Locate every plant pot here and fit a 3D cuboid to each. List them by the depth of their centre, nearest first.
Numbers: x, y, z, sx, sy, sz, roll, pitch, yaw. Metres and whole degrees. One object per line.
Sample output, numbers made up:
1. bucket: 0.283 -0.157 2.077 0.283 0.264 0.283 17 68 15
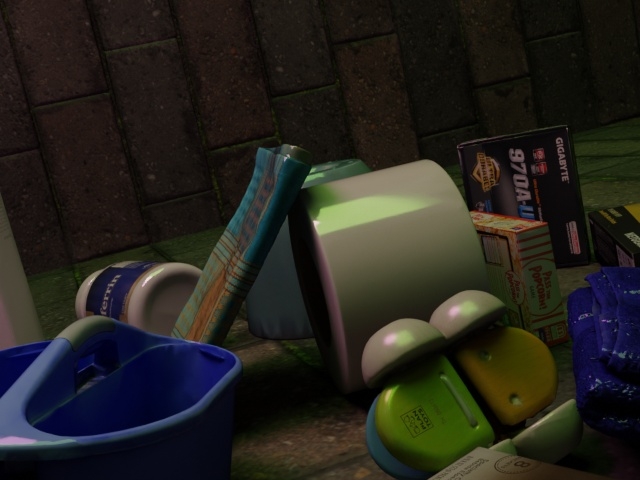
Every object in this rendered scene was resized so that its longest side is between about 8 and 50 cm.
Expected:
1. plant pot: 0.000 0.000 1.342 0.293 0.235 0.293 -13 10 2

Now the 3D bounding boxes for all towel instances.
1. towel: 0.340 0.089 0.742 0.228 0.076 0.308 2 13 15
2. towel: -0.122 0.052 0.996 0.040 0.370 0.271 27 1 -12

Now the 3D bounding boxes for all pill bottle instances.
1. pill bottle: -0.283 0.108 1.326 0.153 0.153 0.265 -19 11 -35

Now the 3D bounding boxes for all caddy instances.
1. caddy: -0.198 0.153 0.697 0.241 0.179 0.341 3 5 7

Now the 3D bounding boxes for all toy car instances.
1. toy car: 0.114 0.143 0.707 0.182 0.159 0.136 -19 -23 -33

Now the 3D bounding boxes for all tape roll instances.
1. tape roll: 0.072 0.041 0.975 0.169 0.246 0.246 -15 10 -11

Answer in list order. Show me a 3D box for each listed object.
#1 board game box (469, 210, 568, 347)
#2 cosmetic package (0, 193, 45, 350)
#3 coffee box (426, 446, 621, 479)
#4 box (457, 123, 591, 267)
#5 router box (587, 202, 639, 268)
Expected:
1. board game box: 0.231 0.044 1.051 0.045 0.146 0.193 -15 11 -13
2. cosmetic package: -0.599 0.060 1.325 0.217 0.384 0.156 -15 8 -2
3. coffee box: 0.061 0.211 0.429 0.247 0.098 0.141 -19 12 -35
4. box: 0.324 -0.062 1.326 0.175 0.220 0.051 -7 8 24
5. router box: 0.517 0.000 1.129 0.243 0.081 0.309 -11 10 9
